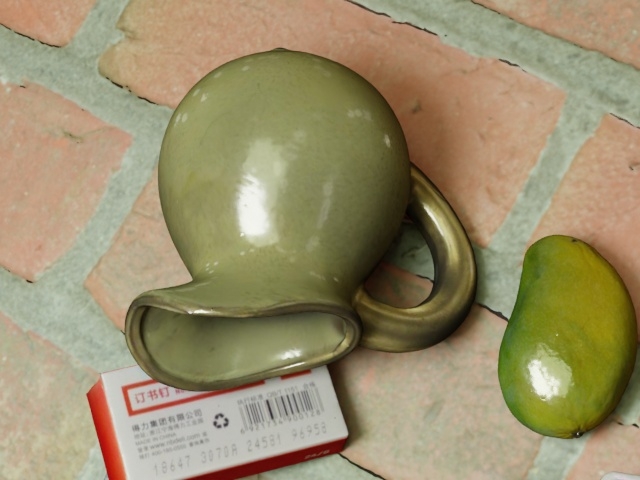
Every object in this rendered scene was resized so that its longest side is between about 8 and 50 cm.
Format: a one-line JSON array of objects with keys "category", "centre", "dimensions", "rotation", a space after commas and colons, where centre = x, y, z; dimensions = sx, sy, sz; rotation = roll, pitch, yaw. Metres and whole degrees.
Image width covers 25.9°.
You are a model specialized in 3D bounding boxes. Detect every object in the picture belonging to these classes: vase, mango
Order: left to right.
[{"category": "vase", "centre": [0.000, 0.000, 1.311], "dimensions": [0.329, 0.241, 0.302], "rotation": [17, 55, -15]}, {"category": "mango", "centre": [0.231, 0.089, 1.287], "dimensions": [0.122, 0.085, 0.191], "rotation": [10, 77, 23]}]

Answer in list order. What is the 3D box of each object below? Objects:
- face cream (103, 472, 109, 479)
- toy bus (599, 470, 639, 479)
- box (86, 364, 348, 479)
[{"category": "face cream", "centre": [-0.195, 0.286, 1.361], "dimensions": [0.075, 0.075, 0.229], "rotation": [20, 80, 22]}, {"category": "toy bus", "centre": [0.356, 0.266, 1.191], "dimensions": [0.268, 0.092, 0.106], "rotation": [7, 66, 19]}, {"category": "box", "centre": [-0.097, 0.166, 1.332], "dimensions": [0.229, 0.050, 0.123], "rotation": [-13, 67, -16]}]
